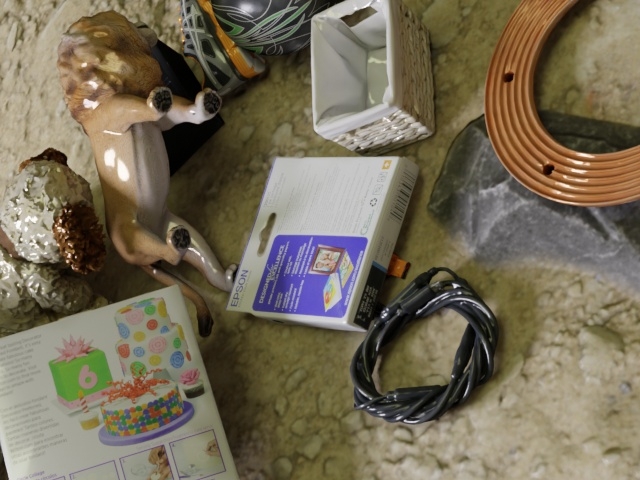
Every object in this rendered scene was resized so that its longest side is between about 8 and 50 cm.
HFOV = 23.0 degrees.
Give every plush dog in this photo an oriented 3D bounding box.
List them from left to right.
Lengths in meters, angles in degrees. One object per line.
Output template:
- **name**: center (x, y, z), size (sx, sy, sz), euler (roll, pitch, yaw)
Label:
- **plush dog**: center (-0.355, 0.003, 1.952), size (0.262, 0.211, 0.225), euler (53, 126, 42)

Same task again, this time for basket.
- **basket**: center (0.063, -0.191, 1.831), size (0.113, 0.103, 0.167), euler (-18, 58, 30)

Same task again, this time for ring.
- **ring**: center (0.326, -0.187, 1.671), size (0.337, 0.032, 0.336), euler (-19, 56, 32)

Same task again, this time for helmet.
- **helmet**: center (-0.053, -0.308, 1.938), size (0.169, 0.169, 0.161), euler (-31, 37, 22)

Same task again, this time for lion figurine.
- **lion figurine**: center (-0.220, -0.084, 1.910), size (0.240, 0.142, 0.392), euler (5, 101, 47)

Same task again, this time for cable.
- **cable**: center (0.109, 0.126, 1.686), size (0.184, 0.047, 0.150), euler (-44, 54, 8)

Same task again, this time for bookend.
- **bookend**: center (-0.228, -0.161, 2.059), size (0.156, 0.072, 0.157), euler (-43, 49, 13)

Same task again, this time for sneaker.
- **sneaker**: center (-0.150, -0.274, 2.050), size (0.083, 0.084, 0.215), euler (-43, 50, 20)

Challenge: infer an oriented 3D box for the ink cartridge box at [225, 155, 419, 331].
- **ink cartridge box**: center (0.000, 0.000, 1.819), size (0.208, 0.045, 0.206), euler (4, 70, 45)

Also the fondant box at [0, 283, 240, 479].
- **fondant box**: center (-0.222, 0.240, 1.743), size (0.238, 0.096, 0.330), euler (-17, 66, -5)

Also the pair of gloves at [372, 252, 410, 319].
- **pair of gloves**: center (0.058, 0.048, 1.779), size (0.074, 0.010, 0.083), euler (23, 85, 42)

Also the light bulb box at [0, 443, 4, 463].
- **light bulb box**: center (-0.605, 0.301, 1.918), size (0.361, 0.225, 0.358), euler (-29, 18, 23)
